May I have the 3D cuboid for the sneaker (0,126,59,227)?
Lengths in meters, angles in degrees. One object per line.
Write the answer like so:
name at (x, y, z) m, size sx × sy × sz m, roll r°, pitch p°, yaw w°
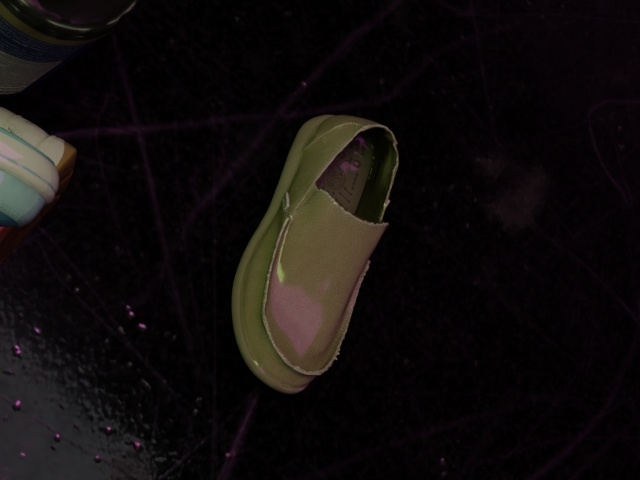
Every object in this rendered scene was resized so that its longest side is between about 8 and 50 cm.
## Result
sneaker at (-0.339, 0.006, 0.927) m, size 0.319 × 0.127 × 0.208 m, roll 9°, pitch 74°, yaw 5°

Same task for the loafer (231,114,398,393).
loafer at (0.000, 0.000, 1.241) m, size 0.102 × 0.092 × 0.268 m, roll 26°, pitch 63°, yaw -28°

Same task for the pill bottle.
pill bottle at (-0.228, -0.172, 1.042) m, size 0.123 × 0.219 × 0.123 m, roll 10°, pitch 72°, yaw -34°

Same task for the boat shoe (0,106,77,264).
boat shoe at (-0.292, 0.008, 1.034) m, size 0.096 × 0.098 × 0.277 m, roll 36°, pitch 55°, yaw 2°
